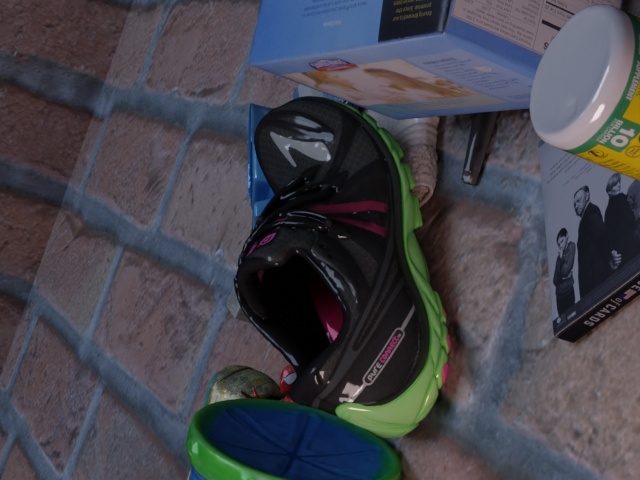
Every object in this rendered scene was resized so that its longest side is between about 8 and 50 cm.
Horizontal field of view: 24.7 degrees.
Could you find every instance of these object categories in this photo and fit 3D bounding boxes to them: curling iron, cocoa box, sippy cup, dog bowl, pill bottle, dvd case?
[{"bbox_3d":[0.204,-0.195,1.637,0.068,0.035,0.274,25,95,67],"label":"curling iron"},{"bbox_3d":[0.124,-0.270,1.547,0.347,0.231,0.228,1,78,55],"label":"cocoa box"},{"bbox_3d":[-0.049,0.318,1.591,0.240,0.305,0.224,25,109,39],"label":"sippy cup"},{"bbox_3d":[-0.060,-0.045,1.983,0.166,0.074,0.297,100,169,-64],"label":"dog bowl"},{"bbox_3d":[0.282,-0.098,1.157,0.117,0.208,0.117,-49,30,42],"label":"pill bottle"},{"bbox_3d":[0.273,-0.046,1.372,0.179,0.030,0.238,-46,32,46],"label":"dvd case"}]

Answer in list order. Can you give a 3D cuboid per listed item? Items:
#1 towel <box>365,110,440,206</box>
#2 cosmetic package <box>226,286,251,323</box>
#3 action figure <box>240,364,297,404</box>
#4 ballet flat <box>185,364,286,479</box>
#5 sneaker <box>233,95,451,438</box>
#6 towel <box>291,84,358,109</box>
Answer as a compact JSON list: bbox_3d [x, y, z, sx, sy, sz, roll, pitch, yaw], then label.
[{"bbox_3d":[0.063,-0.086,1.856,0.282,0.049,0.187,-40,38,50],"label":"towel"},{"bbox_3d":[-0.091,0.058,2.101,0.115,0.041,0.060,-66,23,12],"label":"cosmetic package"},{"bbox_3d":[-0.089,0.280,1.786,0.091,0.139,0.280,4,76,55],"label":"action figure"},{"bbox_3d":[-0.123,0.336,1.884,0.123,0.123,0.348,1,75,67],"label":"ballet flat"},{"bbox_3d":[0.000,0.000,1.656,0.185,0.202,0.482,-57,36,34],"label":"sneaker"},{"bbox_3d":[0.045,-0.258,2.058,0.285,0.034,0.209,-57,24,26],"label":"towel"}]
